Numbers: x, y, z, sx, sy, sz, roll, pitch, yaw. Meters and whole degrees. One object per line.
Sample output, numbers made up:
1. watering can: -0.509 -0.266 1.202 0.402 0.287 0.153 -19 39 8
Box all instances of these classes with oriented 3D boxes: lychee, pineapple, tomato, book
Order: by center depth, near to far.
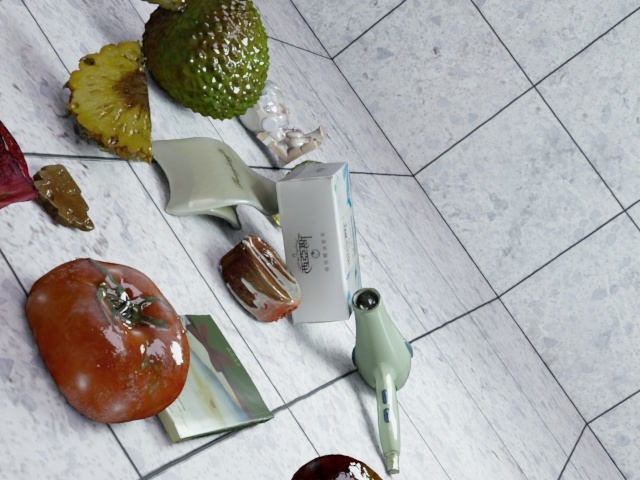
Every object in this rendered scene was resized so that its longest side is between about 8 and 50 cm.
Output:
1. tomato: -0.255 0.115 1.408 0.237 0.095 0.236 35 29 -23
2. book: -0.183 0.191 1.611 0.201 0.026 0.289 57 17 14
3. pineapple: -0.353 -0.201 1.857 0.164 0.140 0.249 111 -28 -61
4. lychee: -0.236 -0.394 2.258 0.270 0.270 0.319 -70 155 -70

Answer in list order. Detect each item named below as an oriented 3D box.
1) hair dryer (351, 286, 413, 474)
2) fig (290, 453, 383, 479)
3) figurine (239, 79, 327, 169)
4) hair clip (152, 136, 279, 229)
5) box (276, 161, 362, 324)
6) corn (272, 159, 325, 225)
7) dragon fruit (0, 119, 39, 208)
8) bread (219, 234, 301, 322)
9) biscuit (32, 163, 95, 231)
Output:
1. hair dryer: 0.111 0.229 2.064 0.298 0.119 0.295 -91 168 -58
2. fig: 0.038 0.394 1.641 0.170 0.146 0.274 58 4 11
3. figurine: -0.104 -0.285 2.572 0.236 0.141 0.162 52 12 -3
4. hair clip: -0.180 -0.099 2.049 0.282 0.113 0.172 30 29 -52
5. box: 0.003 0.000 2.125 0.203 0.116 0.274 -47 131 -75
6. corn: -0.031 -0.100 2.423 0.305 0.122 0.123 -58 155 -73
7. dragon fruit: -0.453 -0.133 1.355 0.189 0.163 0.261 -23 78 -38
8. bread: -0.105 0.071 1.980 0.160 0.073 0.160 48 14 -16
9. biscuit: -0.376 -0.066 1.619 0.119 0.019 0.130 41 21 -35
